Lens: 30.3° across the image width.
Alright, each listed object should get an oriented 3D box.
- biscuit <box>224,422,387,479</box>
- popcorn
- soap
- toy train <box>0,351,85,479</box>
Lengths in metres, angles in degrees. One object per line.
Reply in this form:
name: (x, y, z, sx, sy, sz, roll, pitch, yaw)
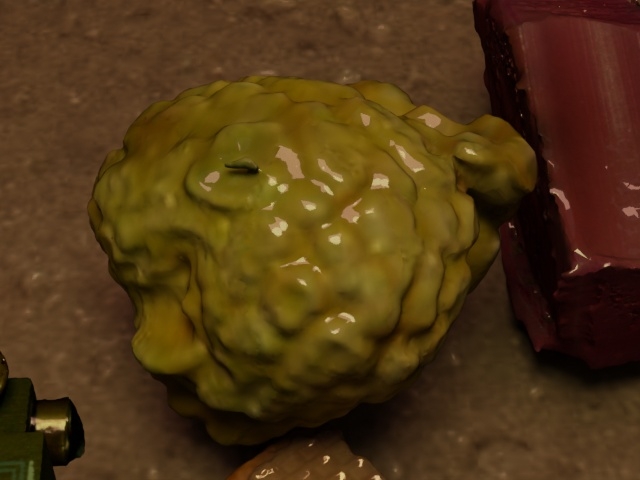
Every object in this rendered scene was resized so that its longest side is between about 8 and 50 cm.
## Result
biscuit: (0.081, 0.243, 0.604, 0.094, 0.054, 0.378, -32, 58, -23)
popcorn: (0.000, 0.000, 0.684, 0.251, 0.237, 0.206, -17, 77, 1)
soap: (0.172, -0.063, 0.766, 0.112, 0.182, 0.289, -5, 57, -1)
toy train: (-0.221, 0.119, 0.526, 0.225, 0.090, 0.137, -3, 44, -5)
